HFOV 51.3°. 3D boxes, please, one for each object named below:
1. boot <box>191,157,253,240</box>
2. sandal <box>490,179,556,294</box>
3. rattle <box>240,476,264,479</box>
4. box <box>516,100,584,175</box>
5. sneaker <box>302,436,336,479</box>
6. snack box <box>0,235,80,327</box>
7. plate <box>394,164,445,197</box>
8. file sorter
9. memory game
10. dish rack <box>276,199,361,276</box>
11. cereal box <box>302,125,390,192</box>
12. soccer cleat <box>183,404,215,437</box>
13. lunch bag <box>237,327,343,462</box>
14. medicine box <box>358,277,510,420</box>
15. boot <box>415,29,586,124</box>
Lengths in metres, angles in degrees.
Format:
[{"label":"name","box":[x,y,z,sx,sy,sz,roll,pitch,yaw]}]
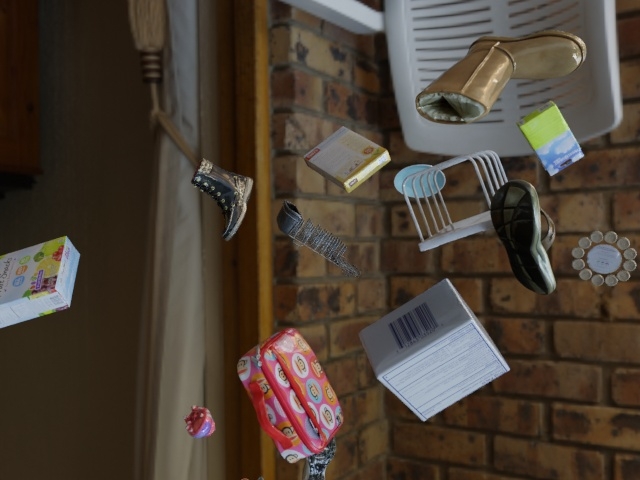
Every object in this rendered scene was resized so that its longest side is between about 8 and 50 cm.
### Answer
[{"label":"boot","box":[-0.309,-0.125,1.990,0.178,0.236,0.085,27,143,-20]},{"label":"sandal","box":[0.435,-0.013,1.384,0.086,0.303,0.120,-40,-140,-15]},{"label":"rattle","box":[-0.149,0.744,1.776,0.130,0.143,0.199,-32,-150,-29]},{"label":"box","box":[0.623,-0.275,1.805,0.109,0.178,0.042,-33,-156,16]},{"label":"sneaker","box":[-0.019,0.780,2.338,0.100,0.272,0.108,12,178,-17]},{"label":"snack box","box":[-0.648,0.095,1.458,0.207,0.070,0.174,-18,-139,4]},{"label":"plate","box":[0.365,-0.225,2.458,0.188,0.024,0.188,2,145,1]},{"label":"file sorter","box":[0.336,-0.107,1.587,0.192,0.173,0.277,-20,-179,27]},{"label":"memory game","box":[0.851,0.055,2.004,0.186,0.186,0.012,-1,-157,27]},{"label":"dish rack","box":[0.000,0.000,1.795,0.271,0.074,0.208,33,-173,-11]},{"label":"cereal box","box":[0.076,-0.252,2.040,0.173,0.047,0.240,-38,-139,-11]},{"label":"soccer cleat","box":[-0.331,0.525,1.897,0.095,0.083,0.248,38,163,-10]},{"label":"lunch bag","box":[-0.080,0.379,1.622,0.120,0.293,0.258,-30,180,25]},{"label":"medicine box","box":[0.285,0.279,1.659,0.263,0.149,0.289,-33,134,9]},{"label":"boot","box":[0.333,-0.292,1.215,0.236,0.089,0.269,6,-143,33]}]
